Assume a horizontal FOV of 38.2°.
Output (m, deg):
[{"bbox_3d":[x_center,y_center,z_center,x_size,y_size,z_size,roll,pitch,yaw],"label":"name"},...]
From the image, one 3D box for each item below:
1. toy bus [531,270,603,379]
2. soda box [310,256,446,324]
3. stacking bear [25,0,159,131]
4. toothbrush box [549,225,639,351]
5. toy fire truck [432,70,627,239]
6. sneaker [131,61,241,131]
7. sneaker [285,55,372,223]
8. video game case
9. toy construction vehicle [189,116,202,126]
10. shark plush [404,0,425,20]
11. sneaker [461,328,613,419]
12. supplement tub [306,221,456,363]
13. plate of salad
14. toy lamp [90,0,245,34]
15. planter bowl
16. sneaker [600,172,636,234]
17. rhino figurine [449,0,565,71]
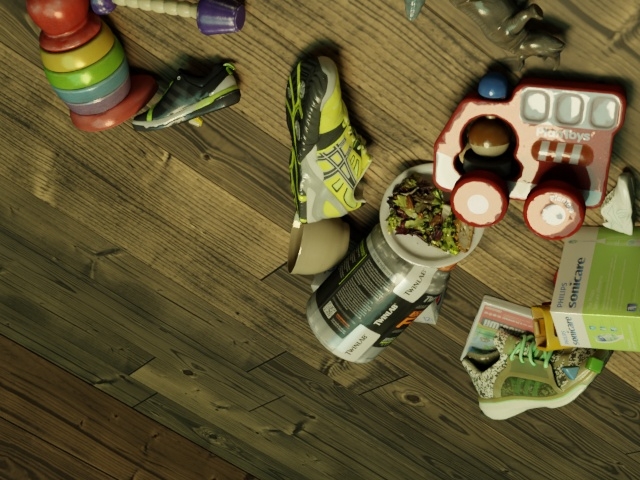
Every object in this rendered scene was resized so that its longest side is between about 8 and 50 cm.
[{"bbox_3d":[0.524,0.165,1.839,0.191,0.202,0.104,37,176,-2],"label":"toy bus"},{"bbox_3d":[0.131,0.108,2.078,0.286,0.098,0.091,7,144,23],"label":"soda box"},{"bbox_3d":[-0.448,-0.362,1.715,0.175,0.164,0.289,6,139,24],"label":"stacking bear"},{"bbox_3d":[0.585,0.088,1.684,0.283,0.206,0.122,2,142,27],"label":"toothbrush box"},{"bbox_3d":[0.344,-0.158,1.552,0.302,0.169,0.254,10,121,18],"label":"toy fire truck"},{"bbox_3d":[-0.259,-0.277,1.756,0.235,0.084,0.097,-16,99,16],"label":"sneaker"},{"bbox_3d":[0.018,-0.192,1.724,0.147,0.145,0.384,-9,143,-8],"label":"sneaker"},{"bbox_3d":[0.447,0.236,2.137,0.204,0.025,0.285,17,147,8],"label":"video game case"},{"bbox_3d":[-0.255,-0.277,1.826,0.086,0.035,0.098,20,140,-1],"label":"toy construction vehicle"},{"bbox_3d":[0.155,-0.405,1.368,0.073,0.067,0.161,23,147,0],"label":"shark plush"},{"bbox_3d":[0.462,0.271,2.045,0.182,0.158,0.410,49,136,-7],"label":"sneaker"},{"bbox_3d":[0.131,0.090,1.892,0.194,0.193,0.316,33,120,-15],"label":"supplement tub"},{"bbox_3d":[0.211,-0.048,1.732,0.200,0.199,0.048,19,178,5],"label":"plate of salad"},{"bbox_3d":[-0.264,-0.407,1.603,0.275,0.080,0.080,12,145,15],"label":"toy lamp"},{"bbox_3d":[0.000,0.000,1.965,0.109,0.162,0.162,10,148,-10],"label":"planter bowl"},{"bbox_3d":[0.529,-0.063,1.643,0.061,0.053,0.152,10,145,24],"label":"sneaker"},{"bbox_3d":[0.282,-0.338,1.385,0.243,0.073,0.106,39,140,-25],"label":"rhino figurine"}]
